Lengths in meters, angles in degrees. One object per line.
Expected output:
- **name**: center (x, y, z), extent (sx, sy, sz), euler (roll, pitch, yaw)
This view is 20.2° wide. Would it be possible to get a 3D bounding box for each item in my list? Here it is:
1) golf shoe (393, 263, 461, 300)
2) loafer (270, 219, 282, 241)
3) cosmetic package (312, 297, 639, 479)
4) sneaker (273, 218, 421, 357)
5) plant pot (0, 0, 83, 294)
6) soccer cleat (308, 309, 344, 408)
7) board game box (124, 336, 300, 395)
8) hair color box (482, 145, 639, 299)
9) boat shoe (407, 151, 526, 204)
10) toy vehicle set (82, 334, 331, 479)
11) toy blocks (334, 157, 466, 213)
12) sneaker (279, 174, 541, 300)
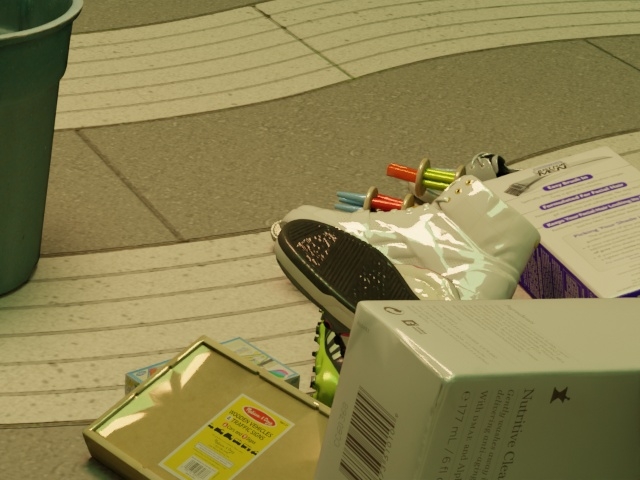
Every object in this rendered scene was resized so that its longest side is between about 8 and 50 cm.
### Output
- **golf shoe**: center (0.113, 0.112, 1.915), extent (0.140, 0.115, 0.306), euler (-34, 35, -33)
- **loafer**: center (0.000, 0.000, 2.235), extent (0.125, 0.039, 0.045), euler (2, 57, 0)
- **cosmetic package**: center (0.201, 0.174, 1.601), extent (0.385, 0.217, 0.156), euler (0, 24, -31)
- **sneaker**: center (0.048, 0.126, 1.778), extent (0.295, 0.178, 0.124), euler (41, 35, 13)
- **plant pot**: center (-0.444, -0.124, 2.054), extent (0.341, 0.334, 0.341), euler (3, 24, -2)
- **soccer cleat**: center (0.028, 0.120, 1.926), extent (0.072, 0.060, 0.179), euler (8, 39, -2)
- **board game box**: center (-0.113, 0.151, 1.881), extent (0.154, 0.026, 0.103), euler (-16, 31, -39)
- **hair color box**: center (0.342, 0.015, 2.138), extent (0.185, 0.110, 0.339), euler (-16, 31, -13)
- **boat shoe**: center (0.230, -0.078, 2.388), extent (0.227, 0.081, 0.079), euler (11, 25, 13)
- **toy vehicle set**: center (-0.081, 0.198, 1.700), extent (0.166, 0.035, 0.267), euler (-38, 44, -27)
- **toy blocks**: center (0.103, -0.063, 2.332), extent (0.148, 0.054, 0.123), euler (12, 47, 15)
- **sneaker**: center (0.111, -0.011, 2.101), extent (0.292, 0.108, 0.169), euler (24, 69, 21)
